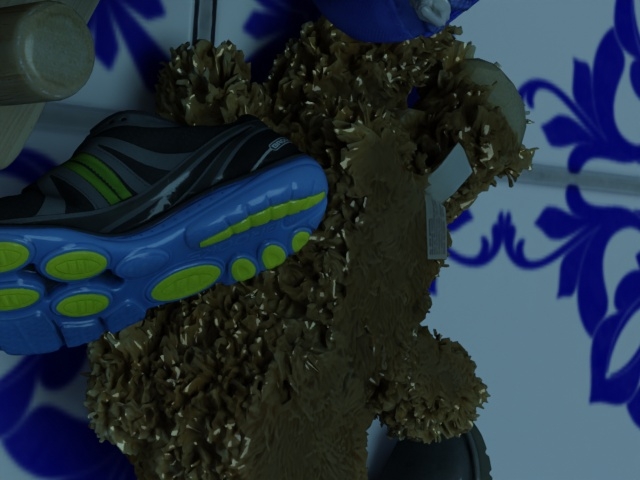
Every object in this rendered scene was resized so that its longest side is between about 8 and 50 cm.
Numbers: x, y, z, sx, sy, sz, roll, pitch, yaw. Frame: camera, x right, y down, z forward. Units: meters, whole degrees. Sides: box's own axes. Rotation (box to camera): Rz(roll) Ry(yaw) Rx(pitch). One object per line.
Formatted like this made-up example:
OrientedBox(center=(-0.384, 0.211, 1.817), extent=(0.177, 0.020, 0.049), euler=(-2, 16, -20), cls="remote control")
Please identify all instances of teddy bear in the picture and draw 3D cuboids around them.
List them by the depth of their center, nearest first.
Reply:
OrientedBox(center=(0.000, 0.000, 0.772), extent=(0.245, 0.113, 0.338), euler=(31, 65, -43), cls="teddy bear")

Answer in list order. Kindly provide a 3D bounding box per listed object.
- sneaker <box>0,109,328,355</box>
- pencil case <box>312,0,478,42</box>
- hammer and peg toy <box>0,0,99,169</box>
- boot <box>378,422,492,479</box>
OrientedBox(center=(-0.090, -0.009, 0.635), extent=(0.188, 0.078, 0.067), euler=(-17, 137, -25), cls="sneaker")
OrientedBox(center=(-0.046, -0.161, 0.507), extent=(0.306, 0.119, 0.133), euler=(22, 40, -43), cls="pencil case")
OrientedBox(center=(-0.145, -0.243, 0.588), extent=(0.266, 0.127, 0.361), euler=(40, 63, -39), cls="hammer and peg toy")
OrientedBox(center=(-0.011, 0.162, 0.798), extent=(0.208, 0.076, 0.189), euler=(20, 77, -37), cls="boot")
